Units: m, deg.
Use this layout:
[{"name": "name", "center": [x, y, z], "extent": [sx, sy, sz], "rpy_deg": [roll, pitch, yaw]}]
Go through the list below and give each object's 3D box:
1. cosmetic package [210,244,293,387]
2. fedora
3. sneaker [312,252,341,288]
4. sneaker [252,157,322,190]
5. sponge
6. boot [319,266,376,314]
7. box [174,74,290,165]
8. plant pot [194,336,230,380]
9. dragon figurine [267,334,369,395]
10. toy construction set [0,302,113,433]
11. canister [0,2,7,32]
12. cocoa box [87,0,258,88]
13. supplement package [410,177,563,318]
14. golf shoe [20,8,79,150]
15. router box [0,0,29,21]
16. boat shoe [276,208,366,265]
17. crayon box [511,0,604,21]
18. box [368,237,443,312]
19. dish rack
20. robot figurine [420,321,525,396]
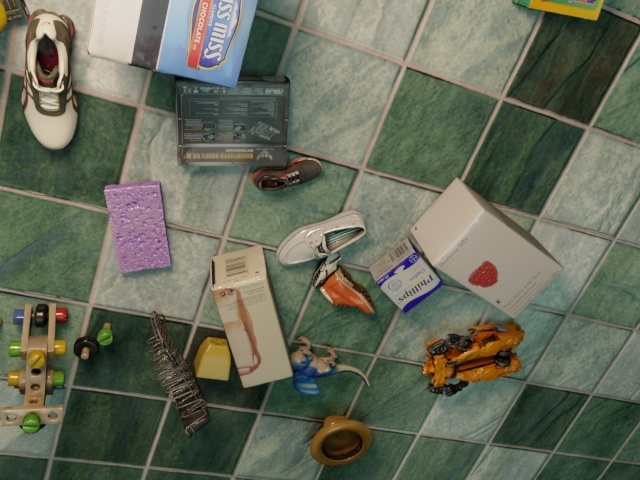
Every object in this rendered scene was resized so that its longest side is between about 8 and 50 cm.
[{"name": "cosmetic package", "center": [-0.161, 0.181, 1.566], "extent": [0.129, 0.153, 0.296], "rpy_deg": [-14, 120, -3]}, {"name": "fedora", "center": [0.053, 0.550, 1.866], "extent": [0.194, 0.079, 0.194], "rpy_deg": [-9, 126, -12]}, {"name": "sneaker", "center": [0.015, 0.073, 1.608], "extent": [0.044, 0.040, 0.109], "rpy_deg": [19, 114, -24]}, {"name": "sneaker", "center": [-0.069, -0.135, 1.455], "extent": [0.158, 0.065, 0.061], "rpy_deg": [-15, 121, -4]}, {"name": "sponge", "center": [-0.399, -0.028, 1.461], "extent": [0.117, 0.031, 0.210], "rpy_deg": [-6, 120, -9]}, {"name": "boot", "center": [0.069, 0.142, 1.654], "extent": [0.084, 0.059, 0.158], "rpy_deg": [-41, 111, 15]}, {"name": "box", "center": [-0.181, -0.247, 1.371], "extent": [0.231, 0.056, 0.183], "rpy_deg": [-2, 120, -11]}, {"name": "plant pot", "center": [-0.263, 0.288, 1.646], "extent": [0.081, 0.081, 0.083], "rpy_deg": [11, 105, -18]}, {"name": "dragon figurine", "center": [-0.026, 0.343, 1.724], "extent": [0.289, 0.085, 0.144], "rpy_deg": [23, 114, -19]}, {"name": "toy construction set", "center": [-0.660, 0.280, 1.456], "extent": [0.309, 0.237, 0.257], "rpy_deg": [30, 109, -25]}, {"name": "canister", "center": [-0.599, -0.352, 1.102], "extent": [0.126, 0.170, 0.073], "rpy_deg": [-14, 122, -5]}, {"name": "cocoa box", "center": [-0.233, -0.426, 1.087], "extent": [0.228, 0.347, 0.231], "rpy_deg": [11, 116, -19]}, {"name": "supplement package", "center": [0.393, 0.021, 1.585], "extent": [0.293, 0.175, 0.177], "rpy_deg": [31, 109, -26]}, {"name": "golf shoe", "center": [-0.513, -0.286, 1.239], "extent": [0.105, 0.120, 0.273], "rpy_deg": [0, 120, -15]}, {"name": "router box", "center": [-0.598, -0.432, 1.181], "extent": [0.122, 0.038, 0.092], "rpy_deg": [-15, 122, -5]}, {"name": "boat shoe", "center": [0.000, 0.000, 1.542], "extent": [0.226, 0.076, 0.083], "rpy_deg": [-31, 121, 5]}, {"name": "crayon box", "center": [0.510, -0.594, 1.318], "extent": [0.165, 0.081, 0.278], "rpy_deg": [5, 118, -15]}, {"name": "box", "center": [0.213, 0.088, 1.643], "extent": [0.126, 0.072, 0.137], "rpy_deg": [-39, 121, 11]}, {"name": "dish rack", "center": [-0.349, 0.305, 1.567], "extent": [0.074, 0.208, 0.271], "rpy_deg": [-27, 122, -11]}, {"name": "robot figurine", "center": [0.409, 0.319, 1.813], "extent": [0.291, 0.085, 0.211], "rpy_deg": [-10, 120, -8]}]
